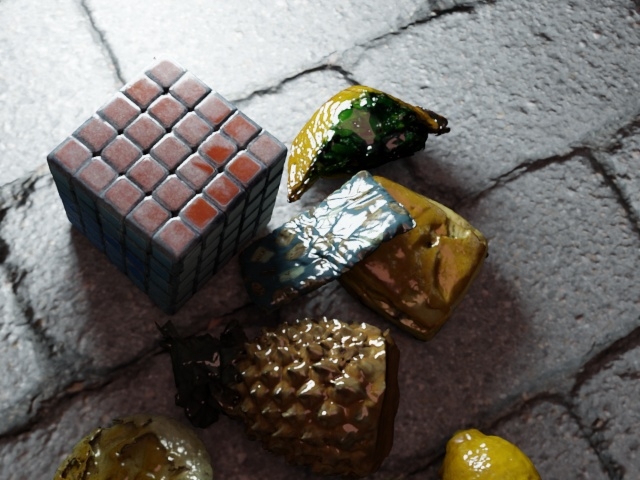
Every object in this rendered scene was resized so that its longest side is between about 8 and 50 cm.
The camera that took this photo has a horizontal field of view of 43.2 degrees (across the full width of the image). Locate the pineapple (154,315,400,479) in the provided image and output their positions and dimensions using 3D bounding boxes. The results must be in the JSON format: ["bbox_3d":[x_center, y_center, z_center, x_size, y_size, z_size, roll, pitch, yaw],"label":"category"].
[{"bbox_3d":[-0.075,0.196,1.106,0.357,0.223,0.223,8,65,14],"label":"pineapple"}]

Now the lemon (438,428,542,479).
[{"bbox_3d":[0.237,0.348,1.123,0.142,0.142,0.187,-16,61,-16],"label":"lemon"}]

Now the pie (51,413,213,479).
[{"bbox_3d":[-0.249,0.346,1.020,0.274,0.055,0.274,-11,52,15],"label":"pie"}]

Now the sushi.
[{"bbox_3d":[0.063,-0.169,1.293,0.287,0.149,0.140,-23,59,-20],"label":"sushi"}]

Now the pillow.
[{"bbox_3d":[-0.001,0.002,1.183,0.255,0.034,0.189,-31,33,-2],"label":"pillow"}]

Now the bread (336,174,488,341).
[{"bbox_3d":[0.129,0.017,1.260,0.235,0.099,0.210,34,66,5],"label":"bread"}]

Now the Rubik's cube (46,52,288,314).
[{"bbox_3d":[-0.213,-0.074,1.161,0.237,0.237,0.238,40,67,8],"label":"Rubik's cube"}]
